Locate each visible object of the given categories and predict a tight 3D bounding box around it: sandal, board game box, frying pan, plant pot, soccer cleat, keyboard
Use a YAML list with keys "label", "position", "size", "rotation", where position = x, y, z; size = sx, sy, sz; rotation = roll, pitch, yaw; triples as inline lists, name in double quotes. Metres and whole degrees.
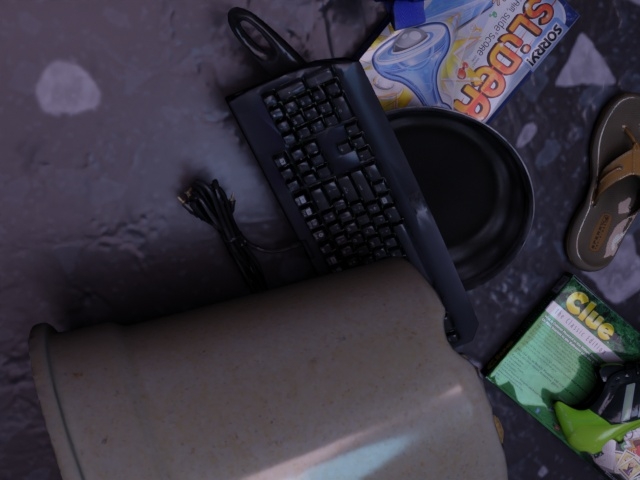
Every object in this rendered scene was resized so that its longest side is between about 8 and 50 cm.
- label: "sandal"
  position: [0.289, -0.052, 1.096]
  size: [0.072, 0.049, 0.180]
  rotation: [15, 98, -15]
- label: "board game box"
  position: [0.122, -0.174, 1.042]
  size: [0.136, 0.035, 0.201]
  rotation: [38, 92, -16]
- label: "board game box"
  position: [0.300, 0.164, 1.134]
  size: [0.260, 0.030, 0.136]
  rotation: [41, 93, -8]
- label: "frying pan"
  position: [0.036, -0.064, 1.021]
  size: [0.326, 0.053, 0.197]
  rotation: [25, 121, -6]
- label: "plant pot"
  position: [-0.030, 0.166, 0.928]
  size: [0.306, 0.334, 0.333]
  rotation: [-22, 105, -8]
- label: "soccer cleat"
  position: [0.310, 0.140, 1.091]
  size: [0.179, 0.060, 0.072]
  rotation: [-29, 85, -1]
- label: "keyboard"
  position: [0.000, 0.000, 1.016]
  size: [0.202, 0.033, 0.317]
  rotation: [-20, 117, 14]

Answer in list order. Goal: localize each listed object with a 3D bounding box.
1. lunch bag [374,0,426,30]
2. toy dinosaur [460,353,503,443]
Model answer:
- label: "lunch bag"
  position: [0.023, -0.306, 0.896]
  size: [0.138, 0.221, 0.293]
  rotation: [-21, 105, -7]
- label: "toy dinosaur"
  position: [0.138, 0.208, 1.116]
  size: [0.093, 0.053, 0.183]
  rotation: [-13, 104, -11]
